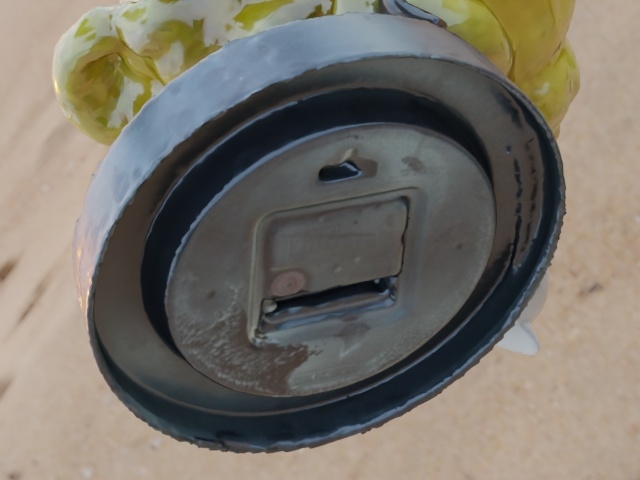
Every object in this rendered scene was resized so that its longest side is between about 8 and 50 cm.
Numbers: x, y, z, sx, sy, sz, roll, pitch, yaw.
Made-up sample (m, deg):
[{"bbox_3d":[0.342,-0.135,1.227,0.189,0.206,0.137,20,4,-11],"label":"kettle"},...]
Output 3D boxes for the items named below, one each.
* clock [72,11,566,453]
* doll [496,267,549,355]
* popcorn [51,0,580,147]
[{"bbox_3d":[0.000,0.000,0.754,0.215,0.215,0.042,-42,44,13],"label":"clock"},{"bbox_3d":[0.119,0.005,1.387,0.107,0.110,0.180,-16,37,8],"label":"doll"},{"bbox_3d":[0.019,-0.135,1.047,0.315,0.297,0.281,-63,13,2],"label":"popcorn"}]
